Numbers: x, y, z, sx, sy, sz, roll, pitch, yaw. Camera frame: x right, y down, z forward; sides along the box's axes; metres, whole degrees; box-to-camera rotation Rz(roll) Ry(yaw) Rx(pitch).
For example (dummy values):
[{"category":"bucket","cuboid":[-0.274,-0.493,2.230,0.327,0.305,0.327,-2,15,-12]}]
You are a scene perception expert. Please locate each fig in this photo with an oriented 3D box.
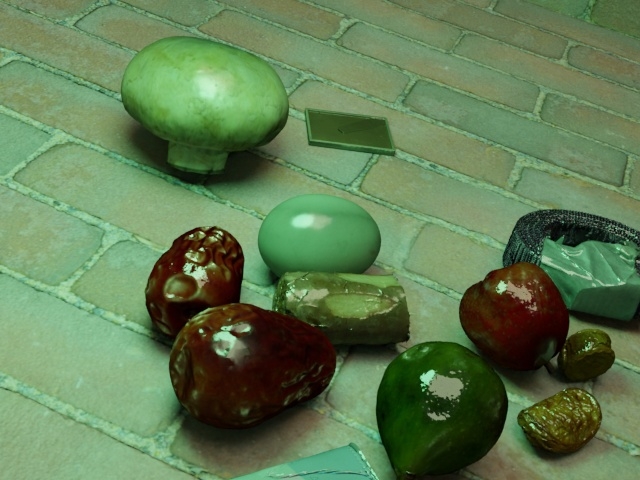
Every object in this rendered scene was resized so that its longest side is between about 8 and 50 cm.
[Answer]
[{"category":"fig","cuboid":[0.167,0.263,1.325,0.195,0.195,0.245,26,36,15]}]

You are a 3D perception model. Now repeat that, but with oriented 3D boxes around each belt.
[{"category":"belt","cuboid":[0.529,0.041,1.782,0.324,0.122,0.260,11,33,-3]}]

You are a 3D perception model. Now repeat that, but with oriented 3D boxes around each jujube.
[{"category":"jujube","cuboid":[-0.200,0.067,1.493,0.155,0.155,0.230,15,28,1]},{"category":"jujube","cuboid":[-0.100,0.188,1.361,0.255,0.190,0.190,7,34,-38]}]

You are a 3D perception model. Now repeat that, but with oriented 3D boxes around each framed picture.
[{"category":"framed picture","cuboid":[0.067,-0.254,2.087,0.203,0.015,0.150,5,38,-11]}]

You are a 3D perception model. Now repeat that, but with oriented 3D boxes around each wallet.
[{"category":"wallet","cuboid":[-0.029,0.373,1.215,0.250,0.075,0.176,-9,40,-26]}]

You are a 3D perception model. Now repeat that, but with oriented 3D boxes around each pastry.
[{"category":"pastry","cuboid":[0.465,0.202,1.573,0.109,0.097,0.057,1,40,-15]}]

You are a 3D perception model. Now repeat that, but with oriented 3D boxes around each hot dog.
[{"category":"hot dog","cuboid":[0.387,0.294,1.460,0.147,0.065,0.099,-20,49,-28]}]

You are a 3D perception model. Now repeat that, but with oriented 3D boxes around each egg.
[{"category":"egg","cuboid":[0.000,0.000,1.618,0.230,0.168,0.168,0,40,-21]}]

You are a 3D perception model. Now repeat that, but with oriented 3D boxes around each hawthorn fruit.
[{"category":"hawthorn fruit","cuboid":[0.347,0.142,1.555,0.185,0.185,0.202,-15,62,-33]}]

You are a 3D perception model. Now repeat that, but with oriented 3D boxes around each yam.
[{"category":"yam","cuboid":[0.030,0.115,1.525,0.238,0.129,0.128,2,74,-15]}]

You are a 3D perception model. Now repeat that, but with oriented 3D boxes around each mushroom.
[{"category":"mushroom","cuboid":[-0.231,-0.272,1.817,0.352,0.261,0.352,10,11,-2]}]
